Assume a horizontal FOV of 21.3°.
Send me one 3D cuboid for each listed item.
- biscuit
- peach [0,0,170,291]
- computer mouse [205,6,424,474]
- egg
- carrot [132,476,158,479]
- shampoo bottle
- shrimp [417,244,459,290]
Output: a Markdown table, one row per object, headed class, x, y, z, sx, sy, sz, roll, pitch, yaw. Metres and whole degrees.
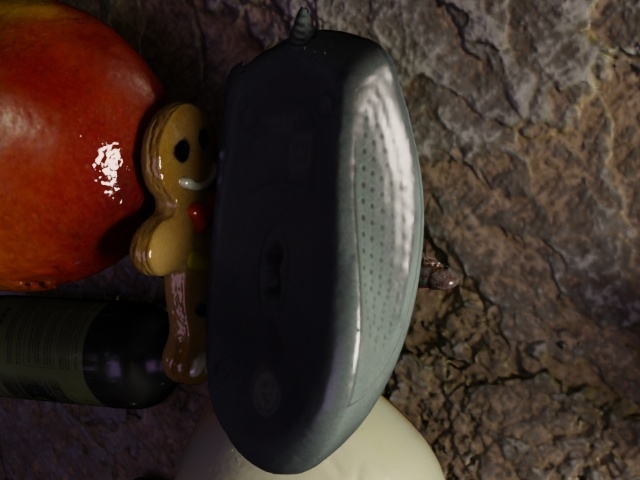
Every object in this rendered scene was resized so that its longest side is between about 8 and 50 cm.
| class | x | y | z | sx | sy | sz | roll | pitch | yaw |
| --- | --- | --- | --- | --- | --- | --- | --- | --- | --- |
| biscuit | -0.098 | 0.000 | 1.433 | 0.035 | 0.158 | 0.240 | 4 | 117 | 31 |
| peach | -0.261 | -0.077 | 1.464 | 0.281 | 0.238 | 0.281 | -1 | 80 | 4 |
| computer mouse | 0.000 | 0.000 | 1.370 | 0.188 | 0.122 | 0.371 | 1 | 89 | 47 |
| egg | -0.028 | 0.255 | 1.474 | 0.264 | 0.174 | 0.286 | 28 | 116 | 18 |
| carrot | -0.119 | 0.270 | 1.640 | 0.165 | 0.035 | 0.035 | 23 | 121 | 24 |
| shampoo bottle | -0.203 | 0.105 | 1.587 | 0.284 | 0.101 | 0.101 | 1 | 109 | 35 |
| shrimp | 0.073 | 0.021 | 1.400 | 0.092 | 0.029 | 0.038 | 1 | 109 | 40 |
